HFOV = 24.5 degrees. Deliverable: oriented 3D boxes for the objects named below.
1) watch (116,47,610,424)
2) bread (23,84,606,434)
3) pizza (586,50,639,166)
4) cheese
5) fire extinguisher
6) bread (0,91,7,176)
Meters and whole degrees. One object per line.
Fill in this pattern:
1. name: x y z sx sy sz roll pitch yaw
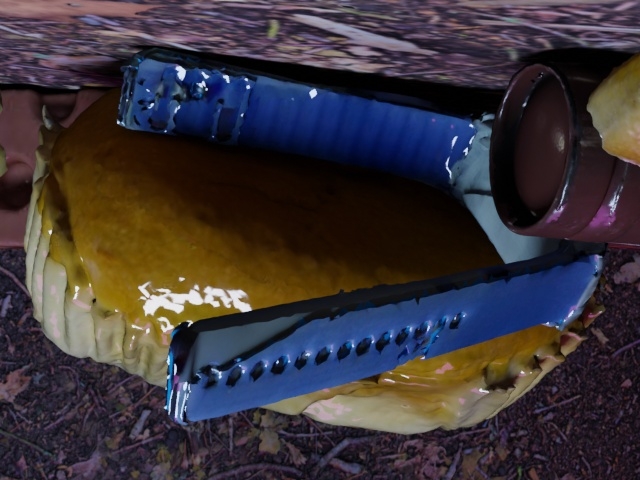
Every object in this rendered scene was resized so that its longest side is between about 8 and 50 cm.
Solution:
1. watch: 0.034 -0.001 0.802 0.275 0.068 0.276 11 -146 -20
2. bread: 0.004 0.011 0.975 0.389 0.236 0.183 2 142 -22
3. pizza: 0.224 -0.061 0.557 0.246 0.058 0.127 -5 143 32
4. cheese: -0.210 -0.055 1.171 0.203 0.128 0.177 0 179 17
5. fire extinguisher: 0.263 -0.041 0.840 0.341 0.105 0.141 5 -142 -21
6. bread: -0.256 -0.038 0.577 0.196 0.238 0.252 44 168 -22
